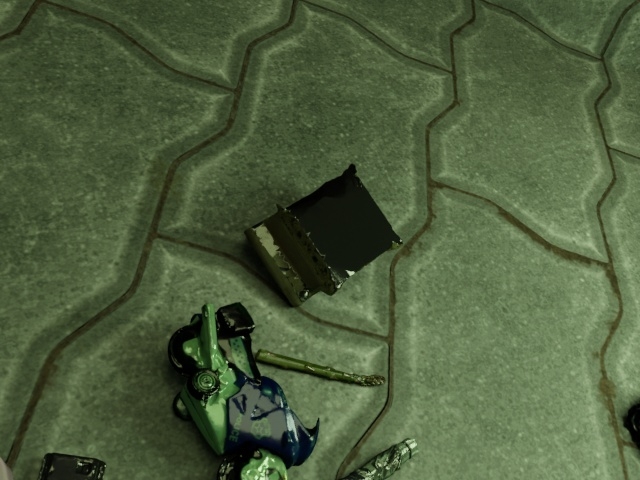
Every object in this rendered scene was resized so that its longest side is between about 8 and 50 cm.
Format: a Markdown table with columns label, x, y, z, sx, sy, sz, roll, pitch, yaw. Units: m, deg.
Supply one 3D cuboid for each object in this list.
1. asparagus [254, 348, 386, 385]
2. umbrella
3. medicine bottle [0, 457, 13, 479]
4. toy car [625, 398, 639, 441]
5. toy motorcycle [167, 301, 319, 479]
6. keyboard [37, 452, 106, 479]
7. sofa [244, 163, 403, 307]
| label | x | y | z | sx | sy | sz | roll | pitch | yaw |
| --- | --- | --- | --- | --- | --- | --- | --- | --- | --- |
| asparagus | 0.004 | 0.230 | 1.304 | 0.248 | 0.025 | 0.024 | 15 | 5 | -13 |
| umbrella | 0.092 | 0.379 | 1.200 | 0.188 | 0.050 | 0.046 | -19 | 84 | -36 |
| medicine bottle | -0.457 | 0.342 | 0.947 | 0.115 | 0.078 | 0.219 | -17 | 58 | -14 |
| toy car | 0.744 | 0.375 | 1.414 | 0.188 | 0.190 | 0.255 | -1 | 51 | -25 |
| toy motorcycle | -0.118 | 0.257 | 1.163 | 0.196 | 0.125 | 0.331 | -10 | 60 | -34 |
| keyboard | -0.354 | 0.400 | 0.988 | 0.093 | 0.025 | 0.230 | 13 | 48 | -12 |
| sofa | 0.000 | 0.000 | 1.434 | 0.258 | 0.182 | 0.200 | -33 | 88 | -41 |
